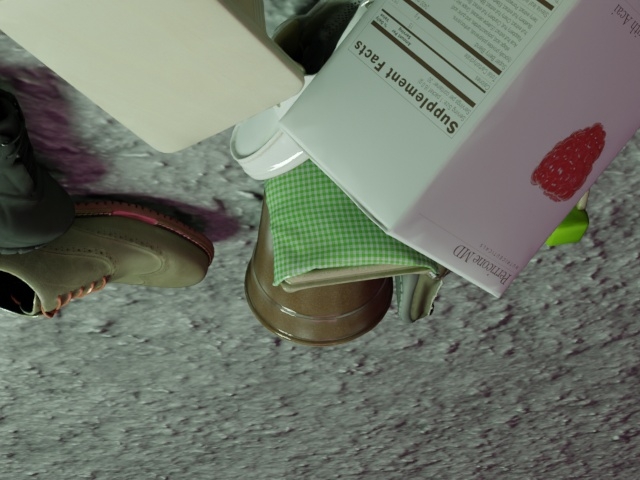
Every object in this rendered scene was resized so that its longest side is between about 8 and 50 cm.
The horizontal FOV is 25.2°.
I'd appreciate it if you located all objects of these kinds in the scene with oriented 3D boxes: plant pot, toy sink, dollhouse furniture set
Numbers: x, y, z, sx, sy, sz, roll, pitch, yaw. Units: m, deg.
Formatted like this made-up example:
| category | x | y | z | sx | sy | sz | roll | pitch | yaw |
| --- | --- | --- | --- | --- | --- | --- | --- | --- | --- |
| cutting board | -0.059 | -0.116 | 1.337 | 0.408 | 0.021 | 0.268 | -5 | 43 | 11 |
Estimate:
| category | x | y | z | sx | sy | sz | roll | pitch | yaw |
| --- | --- | --- | --- | --- | --- | --- | --- | --- | --- |
| plant pot | 0.000 | 0.000 | 1.531 | 0.167 | 0.167 | 0.165 | -6 | 143 | -6 |
| toy sink | -0.136 | -0.200 | 1.150 | 0.153 | 0.131 | 0.234 | -23 | 143 | 24 |
| dollhouse furniture set | 0.089 | -0.087 | 1.345 | 0.302 | 0.197 | 0.151 | -8 | 152 | -3 |

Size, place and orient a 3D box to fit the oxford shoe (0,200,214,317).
| category | x | y | z | sx | sy | sz | roll | pitch | yaw |
| --- | --- | --- | --- | --- | --- | --- | --- | --- | --- |
| oxford shoe | -0.276 | 0.032 | 1.525 | 0.348 | 0.130 | 0.123 | 6 | 148 | -25 |

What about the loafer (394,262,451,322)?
| category | x | y | z | sx | sy | sz | roll | pitch | yaw |
| --- | --- | --- | --- | --- | --- | --- | --- | --- | --- |
| loafer | 0.132 | 0.019 | 1.652 | 0.087 | 0.094 | 0.251 | -3 | 151 | -3 |

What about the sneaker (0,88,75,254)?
| category | x | y | z | sx | sy | sz | roll | pitch | yaw |
| --- | --- | --- | --- | --- | --- | --- | --- | --- | --- |
| sneaker | -0.316 | -0.077 | 1.353 | 0.130 | 0.109 | 0.286 | -28 | 148 | 19 |

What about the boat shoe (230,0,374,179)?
| category | x | y | z | sx | sy | sz | roll | pitch | yaw |
| --- | --- | --- | --- | --- | --- | --- | --- | --- | --- |
| boat shoe | -0.011 | -0.162 | 1.296 | 0.096 | 0.098 | 0.277 | 16 | 133 | -37 |

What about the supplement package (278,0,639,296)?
| category | x | y | z | sx | sy | sz | roll | pitch | yaw |
| --- | --- | --- | --- | --- | --- | --- | --- | --- | --- |
| supplement package | 0.146 | -0.134 | 1.177 | 0.293 | 0.175 | 0.177 | -52 | 139 | 9 |
